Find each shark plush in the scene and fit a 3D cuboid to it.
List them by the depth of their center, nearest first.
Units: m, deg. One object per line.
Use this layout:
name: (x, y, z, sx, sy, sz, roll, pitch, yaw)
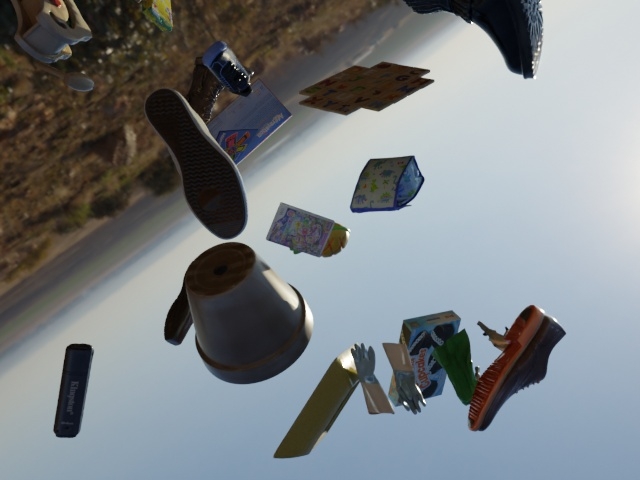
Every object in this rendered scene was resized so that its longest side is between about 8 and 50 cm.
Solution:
shark plush: (0.514, 0.273, 2.004, 0.067, 0.161, 0.073, -61, 151, 7)

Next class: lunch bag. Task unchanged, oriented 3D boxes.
lunch bag: (0.151, -0.118, 1.656, 0.129, 0.096, 0.151, -2, -140, 38)

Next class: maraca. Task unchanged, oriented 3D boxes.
maraca: (0.000, 0.000, 2.053, 0.186, 0.099, 0.127, -9, 148, -30)

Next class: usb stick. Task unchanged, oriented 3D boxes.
usb stick: (-0.688, 0.417, 1.993, 0.077, 0.278, 0.045, 7, -168, -30)

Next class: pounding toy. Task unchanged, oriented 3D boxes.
pounding toy: (-0.574, -0.418, 1.440, 0.155, 0.269, 0.154, -33, 173, 18)

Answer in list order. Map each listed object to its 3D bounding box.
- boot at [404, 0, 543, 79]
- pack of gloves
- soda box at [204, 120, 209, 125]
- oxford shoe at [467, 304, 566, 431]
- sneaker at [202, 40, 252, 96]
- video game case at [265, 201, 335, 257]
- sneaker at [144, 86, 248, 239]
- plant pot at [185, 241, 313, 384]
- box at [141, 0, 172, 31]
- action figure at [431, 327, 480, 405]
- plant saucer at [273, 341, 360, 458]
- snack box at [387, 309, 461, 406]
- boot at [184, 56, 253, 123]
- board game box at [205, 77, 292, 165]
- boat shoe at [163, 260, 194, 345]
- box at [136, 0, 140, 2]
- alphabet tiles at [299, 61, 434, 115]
boot: (0.330, -0.493, 1.544, 0.260, 0.348, 0.131, 4, -129, 33)
pack of gloves: (0.179, 0.386, 1.975, 0.046, 0.195, 0.232, -57, -145, 38)
soda box: (-0.380, -0.298, 2.211, 0.181, 0.058, 0.061, -23, -143, 51)
oxford shoe: (0.508, 0.352, 1.850, 0.363, 0.133, 0.130, -58, -177, -1)
sneaker: (-0.229, -0.435, 1.837, 0.081, 0.090, 0.232, -48, 172, 3)
video game case: (-0.042, -0.021, 1.485, 0.011, 0.122, 0.087, -106, -143, -66)
sneaker: (-0.207, -0.137, 1.290, 0.106, 0.290, 0.123, -26, 180, 3)
plant pot: (-0.213, 0.164, 1.868, 0.323, 0.280, 0.323, -13, -139, 11)
box: (-0.522, -0.749, 2.286, 0.043, 0.179, 0.105, -26, 145, 19)
action figure: (0.407, 0.380, 2.023, 0.137, 0.063, 0.232, -48, -141, 30)
plant saucer: (0.021, 0.471, 2.064, 0.332, 0.081, 0.333, -58, 168, 8)
snack box: (0.332, 0.382, 2.307, 0.187, 0.321, 0.060, -8, -146, -24)
boot: (-0.342, -0.463, 2.288, 0.263, 0.091, 0.229, 13, -96, 36)
board game box: (-0.233, -0.321, 2.065, 0.281, 0.145, 0.027, -42, 180, -3)
boat shoe: (-0.422, 0.211, 2.434, 0.123, 0.120, 0.324, -14, -132, 48)
box: (-0.392, -0.712, 1.866, 0.201, 0.021, 0.164, -31, -157, 30)
alphabet tiles: (0.121, -0.411, 1.910, 0.285, 0.011, 0.342, 22, -137, 40)
